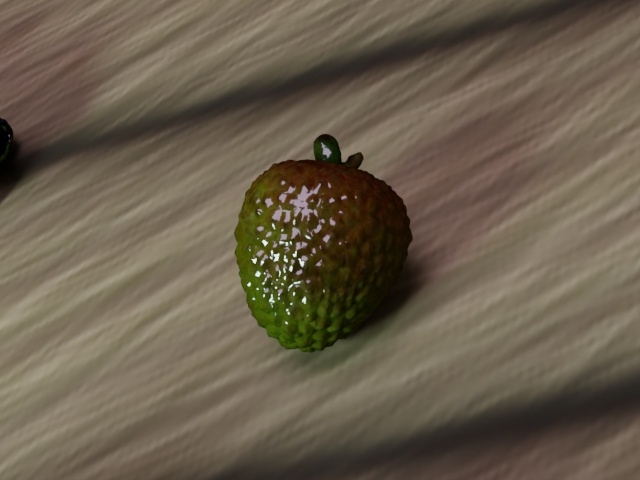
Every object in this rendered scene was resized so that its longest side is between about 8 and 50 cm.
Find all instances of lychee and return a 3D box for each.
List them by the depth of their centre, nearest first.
[{"bbox_3d":[0.000,0.000,0.983,0.114,0.114,0.146,3,63,26],"label":"lychee"}]

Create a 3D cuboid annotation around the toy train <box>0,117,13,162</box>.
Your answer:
[{"bbox_3d":[-0.379,-0.085,1.252,0.296,0.100,0.160,20,65,35],"label":"toy train"}]
